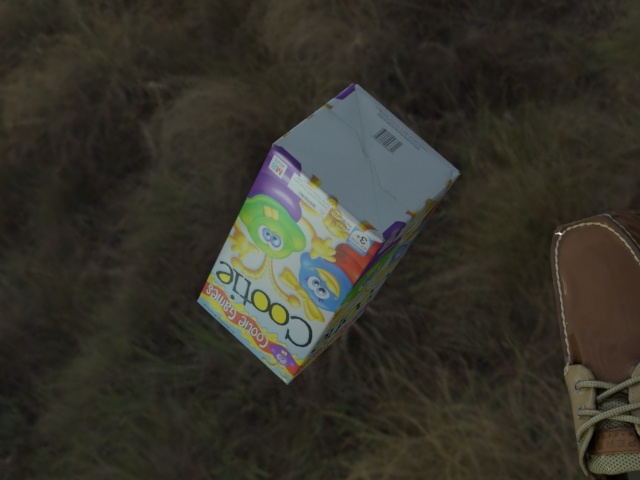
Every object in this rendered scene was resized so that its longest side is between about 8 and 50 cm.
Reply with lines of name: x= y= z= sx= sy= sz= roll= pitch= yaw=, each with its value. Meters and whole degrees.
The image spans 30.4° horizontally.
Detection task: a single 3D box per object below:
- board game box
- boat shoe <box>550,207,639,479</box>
board game box: x=0.000 y=0.000 z=1.219 sx=0.144 sy=0.275 sz=0.142 roll=41 pitch=50 yaw=10
boat shoe: x=0.249 y=0.136 z=0.877 sx=0.122 sy=0.120 sz=0.324 roll=-20 pitch=90 yaw=38
